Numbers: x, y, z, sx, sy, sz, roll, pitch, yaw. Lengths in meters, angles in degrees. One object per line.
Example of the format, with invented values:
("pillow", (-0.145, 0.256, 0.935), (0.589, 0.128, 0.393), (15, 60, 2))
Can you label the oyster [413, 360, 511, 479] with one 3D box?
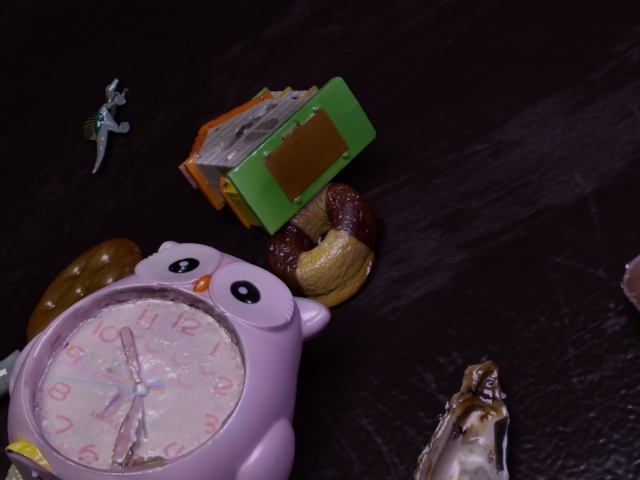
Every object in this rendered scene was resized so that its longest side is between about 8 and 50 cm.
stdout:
("oyster", (0.166, 0.293, 1.352), (0.129, 0.078, 0.345), (7, 57, 8))

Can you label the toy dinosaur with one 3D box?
("toy dinosaur", (-0.368, -0.196, 2.013), (0.106, 0.044, 0.187), (7, 73, 47))

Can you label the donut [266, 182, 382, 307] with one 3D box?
("donut", (0.000, 0.000, 1.647), (0.166, 0.073, 0.184), (11, 62, 37))

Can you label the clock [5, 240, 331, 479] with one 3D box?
("clock", (-0.182, 0.193, 1.471), (0.368, 0.250, 0.376), (22, 56, 20))

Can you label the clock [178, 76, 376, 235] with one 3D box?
("clock", (-0.082, -0.128, 1.723), (0.220, 0.106, 0.255), (-44, 25, -20))

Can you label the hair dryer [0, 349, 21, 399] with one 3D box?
("hair dryer", (-0.494, 0.295, 1.719), (0.206, 0.075, 0.237), (-26, 56, 1))

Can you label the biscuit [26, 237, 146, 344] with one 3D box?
("biscuit", (-0.332, 0.095, 1.732), (0.220, 0.066, 0.220), (-28, 36, 22))

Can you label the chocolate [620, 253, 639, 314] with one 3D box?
("chocolate", (0.450, 0.077, 1.330), (0.161, 0.083, 0.261), (-34, 31, 6))

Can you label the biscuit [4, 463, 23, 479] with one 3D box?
("biscuit", (-0.336, 0.333, 1.600), (0.252, 0.052, 0.150), (-34, 52, 0))
